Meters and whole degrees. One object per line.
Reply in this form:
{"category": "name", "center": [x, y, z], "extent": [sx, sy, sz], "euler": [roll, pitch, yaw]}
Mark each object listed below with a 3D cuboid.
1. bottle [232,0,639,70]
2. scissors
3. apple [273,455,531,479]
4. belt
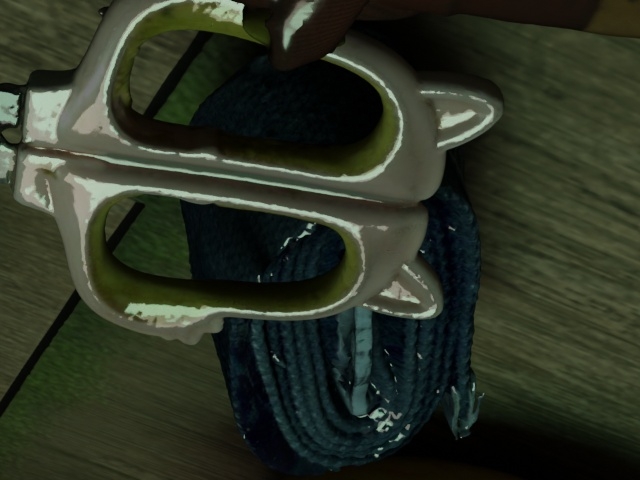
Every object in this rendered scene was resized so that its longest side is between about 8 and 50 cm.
{"category": "bottle", "center": [0.039, -0.118, 0.486], "extent": [0.271, 0.156, 0.143], "euler": [7, 155, 3]}
{"category": "scissors", "center": [-0.102, -0.037, 0.576], "extent": [0.317, 0.024, 0.160], "euler": [9, 125, -7]}
{"category": "apple", "center": [0.049, 0.297, 0.959], "extent": [0.364, 0.364, 0.364], "euler": [10, 148, 6]}
{"category": "belt", "center": [0.000, 0.000, 0.731], "extent": [0.122, 0.128, 0.218], "euler": [-15, 147, -10]}
